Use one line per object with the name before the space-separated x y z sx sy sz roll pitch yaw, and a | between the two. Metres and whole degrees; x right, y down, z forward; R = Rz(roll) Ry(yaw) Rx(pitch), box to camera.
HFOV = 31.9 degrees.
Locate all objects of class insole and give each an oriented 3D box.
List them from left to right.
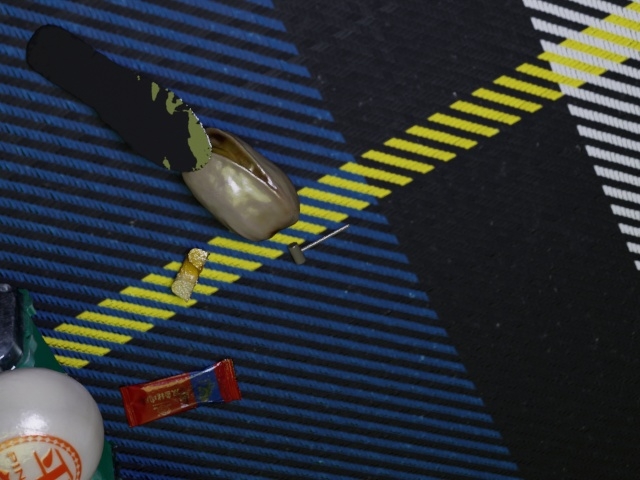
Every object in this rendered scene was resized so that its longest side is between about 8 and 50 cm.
insole | -0.301 -0.212 1.691 0.322 0.007 0.109 34 100 -4

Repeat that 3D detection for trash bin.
trash bin | -0.486 0.294 1.752 0.259 0.295 0.381 -30 119 1

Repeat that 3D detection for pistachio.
pistachio | -0.123 -0.087 1.761 0.206 0.131 0.129 42 54 -19

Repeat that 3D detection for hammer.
hammer | 0.000 0.000 1.883 0.110 0.019 0.035 -28 114 -6

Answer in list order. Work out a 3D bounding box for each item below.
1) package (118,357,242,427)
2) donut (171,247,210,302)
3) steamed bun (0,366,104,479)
package | -0.240 0.262 1.926 0.200 0.022 0.083 -14 113 -5
donut | -0.212 0.051 1.831 0.038 0.067 0.083 26 138 -3
steamed bun | -0.406 0.294 1.535 0.231 0.145 0.232 -15 129 -18
